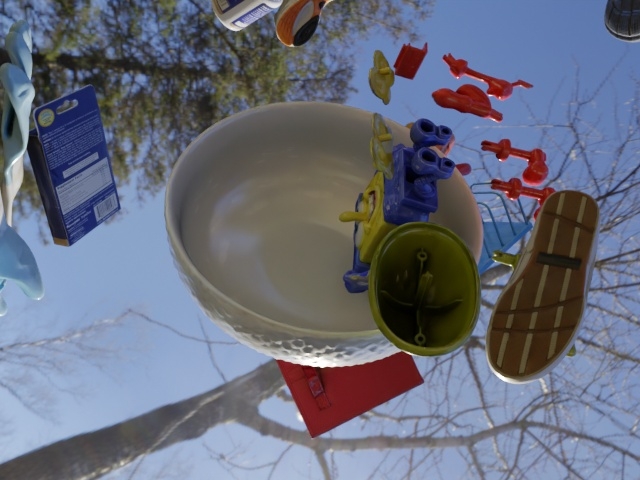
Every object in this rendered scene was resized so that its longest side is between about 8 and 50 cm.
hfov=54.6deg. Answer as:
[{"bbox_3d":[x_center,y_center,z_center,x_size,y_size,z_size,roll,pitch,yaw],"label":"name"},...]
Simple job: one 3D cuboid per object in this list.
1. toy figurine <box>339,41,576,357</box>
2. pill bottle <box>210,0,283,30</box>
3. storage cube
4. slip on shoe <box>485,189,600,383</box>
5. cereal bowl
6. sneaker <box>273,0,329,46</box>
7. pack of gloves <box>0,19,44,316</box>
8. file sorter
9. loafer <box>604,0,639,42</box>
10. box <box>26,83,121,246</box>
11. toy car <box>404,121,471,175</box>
[{"bbox_3d":[0.109,-0.004,0.655,0.217,0.191,0.362,116,-20,-54],"label":"toy figurine"},{"bbox_3d":[-0.146,-0.564,1.396,0.187,0.112,0.111,-18,-92,32],"label":"pill bottle"},{"bbox_3d":[0.027,0.177,1.004,0.215,0.193,0.183,158,-93,-82],"label":"storage cube"},{"bbox_3d":[0.142,0.031,0.391,0.052,0.135,0.041,14,-26,23],"label":"slip on shoe"},{"bbox_3d":[0.000,0.000,0.703,0.339,0.339,0.141,44,-34,24],"label":"cereal bowl"},{"bbox_3d":[-0.007,-0.525,1.271,0.262,0.099,0.121,-43,-143,10],"label":"sneaker"},{"bbox_3d":[-0.223,-0.032,0.469,0.232,0.046,0.194,129,-36,-52],"label":"pack of gloves"},{"bbox_3d":[0.285,-0.026,1.154,0.118,0.170,0.104,4,-56,55],"label":"file sorter"},{"bbox_3d":[0.509,-0.335,0.867,0.095,0.302,0.109,4,-78,-4],"label":"loafer"},{"bbox_3d":[-0.387,-0.120,0.973,0.037,0.136,0.225,11,-57,18],"label":"box"},{"bbox_3d":[0.162,-0.087,0.960,0.136,0.159,0.181,15,-77,22],"label":"toy car"}]
